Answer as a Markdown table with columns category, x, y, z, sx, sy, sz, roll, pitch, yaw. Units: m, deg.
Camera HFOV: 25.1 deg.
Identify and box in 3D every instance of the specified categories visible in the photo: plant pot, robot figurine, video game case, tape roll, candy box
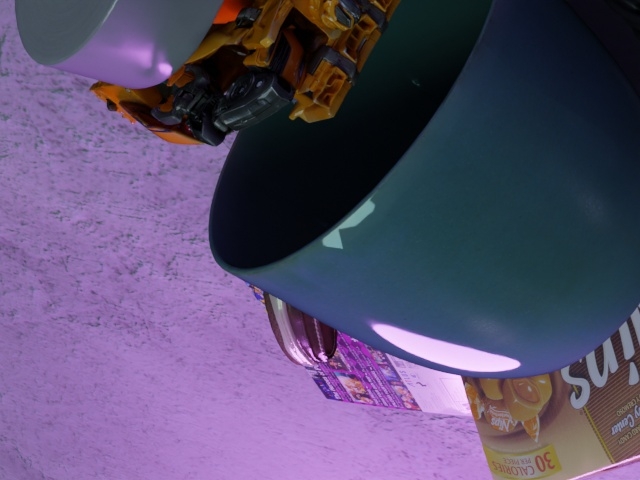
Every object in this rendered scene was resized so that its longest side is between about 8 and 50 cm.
| category | x | y | z | sx | sy | sz | roll | pitch | yaw |
| --- | --- | --- | --- | --- | --- | --- | --- | --- | --- |
| plant pot | 0.103 | -0.039 | 1.007 | 0.235 | 0.293 | 0.293 | 36 | 148 | -23 |
| robot figurine | -0.050 | -0.151 | 1.022 | 0.085 | 0.211 | 0.291 | 37 | 165 | -30 |
| video game case | 0.047 | 0.085 | 1.436 | 0.210 | 0.042 | 0.232 | 1 | 138 | 37 |
| tape roll | -0.132 | -0.217 | 0.986 | 0.072 | 0.219 | 0.219 | 14 | 158 | -33 |
| candy box | 0.234 | 0.088 | 1.164 | 0.316 | 0.087 | 0.183 | -37 | 67 | 55 |

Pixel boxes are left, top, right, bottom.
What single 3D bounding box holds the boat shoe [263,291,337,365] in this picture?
| category | x | y | z | sx | sy | sz | roll | pitch | yaw |
| --- | --- | --- | --- | --- | --- | --- | --- | --- | --- |
| boat shoe | -0.002 | 0.004 | 1.280 | 0.095 | 0.095 | 0.257 | -1 | 124 | 16 |

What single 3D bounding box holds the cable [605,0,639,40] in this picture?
| category | x | y | z | sx | sy | sz | roll | pitch | yaw |
| --- | --- | --- | --- | --- | --- | --- | --- | --- | --- |
| cable | 0.211 | -0.200 | 0.904 | 0.184 | 0.047 | 0.150 | 51 | 158 | -8 |
